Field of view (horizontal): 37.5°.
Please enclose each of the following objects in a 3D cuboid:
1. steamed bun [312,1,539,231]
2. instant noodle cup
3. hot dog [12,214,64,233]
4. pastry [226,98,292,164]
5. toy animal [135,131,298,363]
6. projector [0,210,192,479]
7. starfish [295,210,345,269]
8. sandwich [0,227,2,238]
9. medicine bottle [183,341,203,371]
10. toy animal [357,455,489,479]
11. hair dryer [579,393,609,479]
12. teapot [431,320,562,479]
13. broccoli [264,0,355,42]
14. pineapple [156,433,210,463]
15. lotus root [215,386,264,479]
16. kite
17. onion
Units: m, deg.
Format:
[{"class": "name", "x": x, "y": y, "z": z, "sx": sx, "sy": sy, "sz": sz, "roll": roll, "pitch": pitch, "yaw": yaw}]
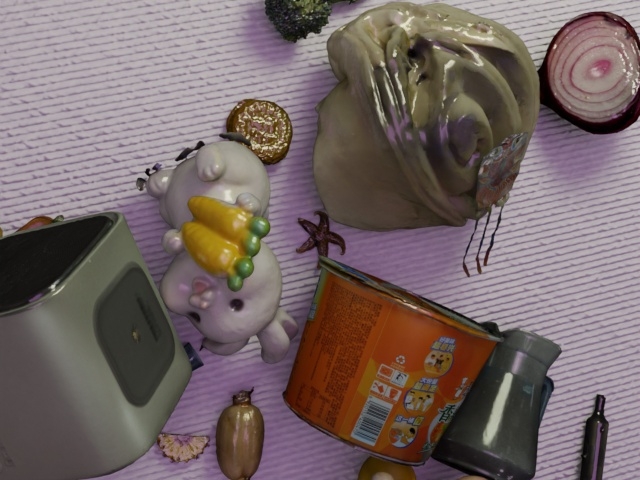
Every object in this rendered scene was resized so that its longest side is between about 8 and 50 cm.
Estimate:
[{"class": "steamed bun", "x": 0.157, "y": -0.184, "z": 1.373, "sx": 0.352, "sy": 0.247, "sz": 0.340, "roll": -6, "pitch": 94, "yaw": -12}, {"class": "instant noodle cup", "x": 0.086, "y": 0.175, "z": 1.349, "sx": 0.296, "sy": 0.296, "sz": 0.214, "roll": 24, "pitch": 93, "yaw": -10}, {"class": "hot dog", "x": -0.436, "y": 0.030, "z": 1.344, "sx": 0.188, "sy": 0.072, "sz": 0.055, "roll": -36, "pitch": 138, "yaw": -9}, {"class": "pastry", "x": -0.092, "y": -0.164, "z": 1.421, "sx": 0.097, "sy": 0.057, "sz": 0.109, "roll": -25, "pitch": 95, "yaw": -13}, {"class": "toy animal", "x": -0.137, "y": 0.023, "z": 1.327, "sx": 0.182, "sy": 0.247, "sz": 0.310, "roll": -17, "pitch": 76, "yaw": 5}, {"class": "projector", "x": -0.339, "y": 0.135, "z": 1.207, "sx": 0.248, "sy": 0.248, "sz": 0.249, "roll": -10, "pitch": 116, "yaw": 20}, {"class": "starfish", "x": 0.000, "y": 0.000, "z": 1.450, "sx": 0.078, "sy": 0.028, "sz": 0.091, "roll": -2, "pitch": 91, "yaw": -6}, {"class": "sandwich", "x": -0.498, "y": 0.007, "z": 1.316, "sx": 0.104, "sy": 0.036, "sz": 0.093, "roll": 7, "pitch": 69, "yaw": 15}, {"class": "medicine bottle", "x": -0.268, "y": 0.224, "z": 1.376, "sx": 0.208, "sy": 0.053, "sz": 0.090, "roll": -34, "pitch": 95, "yaw": -11}, {"class": "toy animal", "x": 0.178, "y": 0.421, "z": 1.340, "sx": 0.246, "sy": 0.345, "sz": 0.278, "roll": -6, "pitch": 56, "yaw": -1}, {"class": "hair dryer", "x": 0.411, "y": 0.365, "z": 1.513, "sx": 0.195, "sy": 0.078, "sz": 0.249, "roll": 13, "pitch": 76, "yaw": -10}, {"class": "teapot", "x": 0.280, "y": 0.255, "z": 1.445, "sx": 0.203, "sy": 0.171, "sz": 0.225, "roll": 34, "pitch": 73, "yaw": -41}, {"class": "broccoli", "x": 0.009, "y": -0.370, "z": 1.427, "sx": 0.204, "sy": 0.122, "sz": 0.118, "roll": -23, "pitch": 71, "yaw": -27}, {"class": "pineapple", "x": -0.207, "y": 0.310, "z": 1.405, "sx": 0.083, "sy": 0.019, "sz": 0.045, "roll": 4, "pitch": 82, "yaw": -11}, {"class": "lotus root", "x": -0.120, "y": 0.292, "z": 1.400, "sx": 0.073, "sy": 0.062, "sz": 0.151, "roll": 3, "pitch": 88, "yaw": -19}, {"class": "kite", "x": 0.244, "y": -0.048, "z": 1.359, "sx": 0.127, "sy": 0.016, "sz": 0.230, "roll": -20, "pitch": 130, "yaw": -43}, {"class": "onion", "x": 0.409, "y": -0.252, "z": 1.495, "sx": 0.218, "sy": 0.140, "sz": 0.195, "roll": -16, "pitch": 84, "yaw": 23}]
